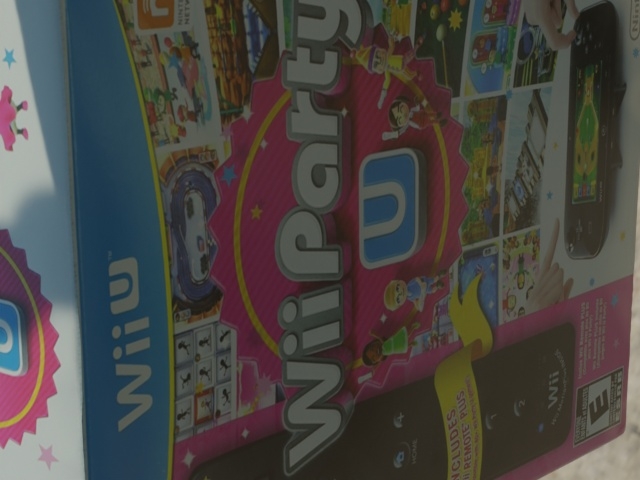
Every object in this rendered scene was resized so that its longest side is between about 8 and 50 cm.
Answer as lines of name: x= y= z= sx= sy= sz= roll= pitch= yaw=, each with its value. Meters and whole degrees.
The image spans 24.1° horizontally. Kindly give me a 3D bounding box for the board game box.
board game box: x=0.000 y=0.000 z=0.541 sx=0.097 sy=0.303 sz=0.224 roll=11 pitch=108 yaw=41
